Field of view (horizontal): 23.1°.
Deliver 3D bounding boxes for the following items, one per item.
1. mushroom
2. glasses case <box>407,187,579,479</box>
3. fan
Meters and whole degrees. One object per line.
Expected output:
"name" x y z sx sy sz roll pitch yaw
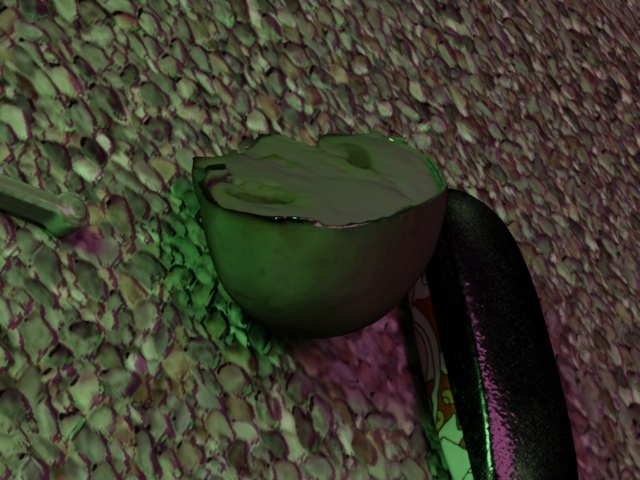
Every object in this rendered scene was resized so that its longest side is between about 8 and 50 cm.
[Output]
"mushroom" 0.000 0.000 0.979 0.188 0.141 0.117 -18 111 -54
"glasses case" 0.117 0.082 1.094 0.103 0.067 0.266 21 48 -39
"fan" -0.237 -0.057 0.809 0.282 0.023 0.057 21 38 -41
